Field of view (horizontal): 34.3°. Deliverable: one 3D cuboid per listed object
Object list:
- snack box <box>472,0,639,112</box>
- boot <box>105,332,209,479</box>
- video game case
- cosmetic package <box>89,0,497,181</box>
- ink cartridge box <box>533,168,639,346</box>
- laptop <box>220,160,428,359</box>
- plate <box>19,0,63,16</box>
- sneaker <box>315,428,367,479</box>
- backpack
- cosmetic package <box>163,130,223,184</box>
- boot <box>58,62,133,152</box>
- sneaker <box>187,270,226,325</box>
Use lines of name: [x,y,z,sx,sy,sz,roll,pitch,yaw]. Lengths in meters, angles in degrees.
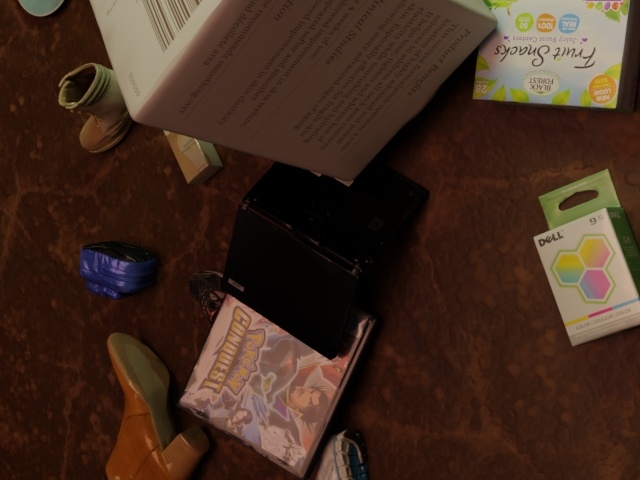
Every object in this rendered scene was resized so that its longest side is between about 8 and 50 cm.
snack box: [0.312,-0.261,1.356,0.207,0.070,0.175,11,98,38]
boot: [-0.335,0.333,1.845,0.295,0.104,0.211,51,119,19]
video game case: [-0.069,0.192,1.617,0.248,0.035,0.275,26,95,21]
cosmetic package: [-0.052,-0.331,1.389,0.329,0.393,0.327,-46,51,29]
ink cartridge box: [0.350,0.021,1.342,0.109,0.062,0.209,-25,76,36]
laptop: [0.000,0.000,1.576,0.234,0.137,0.264,31,69,25]
plate: [-0.532,-0.529,2.014,0.188,0.024,0.188,1,91,38]
sneaker: [0.032,0.390,1.600,0.083,0.071,0.191,-15,74,43]
backpack: [-0.356,0.055,1.860,0.120,0.098,0.101,11,108,24]
cosmetic package: [-0.219,-0.159,1.779,0.060,0.041,0.115,-39,69,31]
boot: [-0.402,-0.235,1.836,0.213,0.165,0.077,-37,69,30]
sneaker: [-0.166,0.109,1.726,0.178,0.077,0.072,33,110,32]
